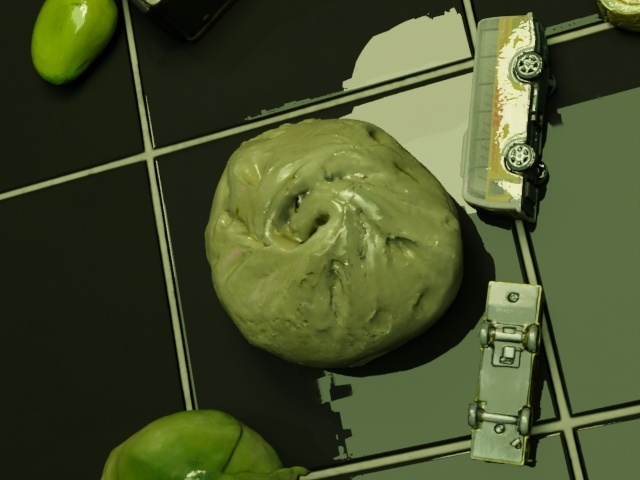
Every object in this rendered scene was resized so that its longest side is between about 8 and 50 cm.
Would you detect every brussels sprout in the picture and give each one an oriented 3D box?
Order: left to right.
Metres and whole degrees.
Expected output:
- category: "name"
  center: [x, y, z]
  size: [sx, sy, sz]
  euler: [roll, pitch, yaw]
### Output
- category: "brussels sprout"
  center: [-0.156, 0.349, 1.451]
  size: [0.294, 0.227, 0.259]
  euler: [19, 72, 52]

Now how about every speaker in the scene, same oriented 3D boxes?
- category: "speaker"
  center: [-0.229, -0.434, 1.661]
  size: [0.192, 0.153, 0.231]
  euler: [-47, 71, 4]

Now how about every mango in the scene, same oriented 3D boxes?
- category: "mango"
  center: [-0.374, -0.316, 1.714]
  size: [0.117, 0.089, 0.163]
  euler: [43, 94, 19]

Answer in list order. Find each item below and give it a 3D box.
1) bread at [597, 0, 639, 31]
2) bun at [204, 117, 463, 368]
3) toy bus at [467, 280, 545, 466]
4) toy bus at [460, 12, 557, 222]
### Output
- category: "bread"
  center: [0.421, -0.351, 1.501]
  size: [0.117, 0.064, 0.156]
  euler: [14, 83, 14]
- category: "bun"
  center: [0.000, 0.000, 1.475]
  size: [0.362, 0.234, 0.326]
  euler: [35, 96, 26]
- category: "toy bus"
  center: [0.234, 0.167, 1.451]
  size: [0.081, 0.074, 0.226]
  euler: [3, 80, 16]
- category: "toy bus"
  center: [0.246, -0.160, 1.505]
  size: [0.106, 0.092, 0.268]
  euler: [2, 80, 26]
